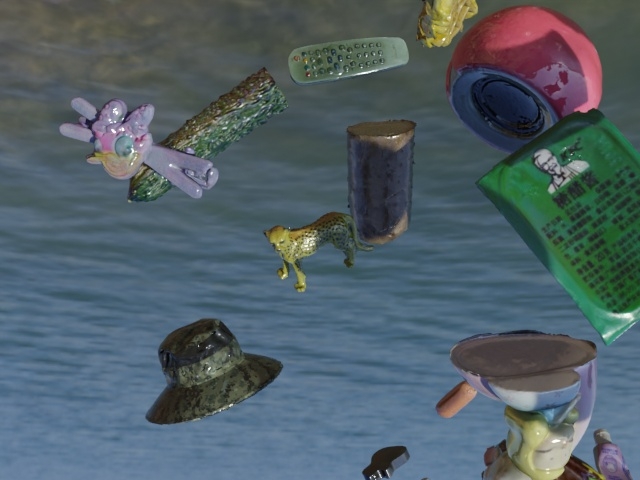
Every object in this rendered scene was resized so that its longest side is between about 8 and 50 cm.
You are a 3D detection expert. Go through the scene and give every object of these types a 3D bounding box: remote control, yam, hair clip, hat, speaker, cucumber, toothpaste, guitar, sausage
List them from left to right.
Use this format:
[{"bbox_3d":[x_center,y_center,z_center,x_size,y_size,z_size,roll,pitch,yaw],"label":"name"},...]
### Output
[{"bbox_3d":[-0.293,-0.158,1.349,0.278,0.137,0.090,23,-169,-18],"label":"hair clip"},{"bbox_3d":[-0.227,-0.192,1.528,0.359,0.096,0.096,-36,159,-2],"label":"cucumber"},{"bbox_3d":[-0.202,0.207,1.374,0.265,0.128,0.265,-21,-171,3],"label":"hat"},{"bbox_3d":[0.051,-0.326,1.453,0.222,0.072,0.042,-10,173,-10],"label":"remote control"},{"bbox_3d":[0.112,0.513,1.721,0.088,0.025,0.233,-17,-170,38],"label":"guitar"},{"bbox_3d":[0.119,-0.120,1.573,0.129,0.238,0.128,22,-140,36],"label":"yam"},{"bbox_3d":[0.221,0.259,1.307,0.034,0.034,0.083,12,133,-31],"label":"sausage"},{"bbox_3d":[0.386,-0.302,1.514,0.294,0.294,0.294,1,162,0],"label":"speaker"},{"bbox_3d":[0.564,0.483,1.476,0.075,0.301,0.048,-10,135,4],"label":"toothpaste"}]

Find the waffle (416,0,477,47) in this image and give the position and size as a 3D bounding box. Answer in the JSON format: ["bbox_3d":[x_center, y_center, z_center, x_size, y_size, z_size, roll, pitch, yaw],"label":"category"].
[{"bbox_3d":[0.159,-0.314,0.950,0.051,0.149,0.194,24,154,16],"label":"waffle"}]

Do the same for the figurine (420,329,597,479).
[{"bbox_3d":[0.213,0.294,1.023,0.284,0.315,0.206,-19,-155,-39],"label":"figurine"}]

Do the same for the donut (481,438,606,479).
[{"bbox_3d":[0.362,0.421,1.282,0.230,0.096,0.216,40,146,12],"label":"donut"}]

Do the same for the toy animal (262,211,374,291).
[{"bbox_3d":[0.000,0.000,1.313,0.181,0.073,0.136,-21,134,-12],"label":"toy animal"}]

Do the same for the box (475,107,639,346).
[{"bbox_3d":[0.449,-0.025,1.340,0.264,0.336,0.106,-33,166,-13],"label":"box"}]
